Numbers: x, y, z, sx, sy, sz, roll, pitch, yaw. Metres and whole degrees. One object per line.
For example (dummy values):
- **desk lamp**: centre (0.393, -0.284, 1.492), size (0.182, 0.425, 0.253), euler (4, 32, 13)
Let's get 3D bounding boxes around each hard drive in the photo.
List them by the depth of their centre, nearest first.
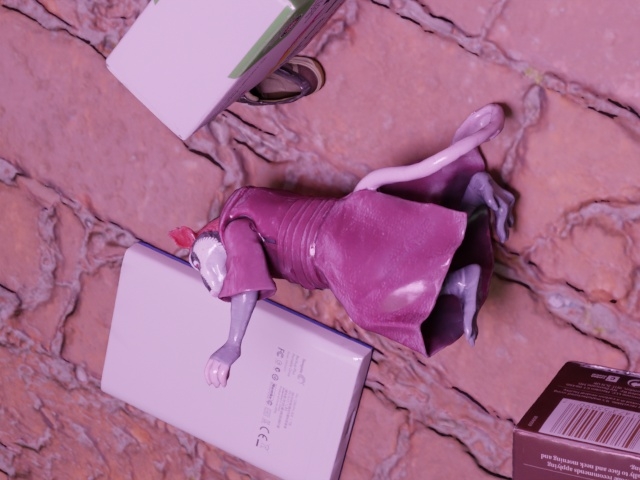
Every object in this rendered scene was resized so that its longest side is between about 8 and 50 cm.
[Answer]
- **hard drive**: centre (-0.106, 0.154, 2.148), size (0.319, 0.040, 0.210), euler (24, 121, 17)

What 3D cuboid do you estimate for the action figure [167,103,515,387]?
- **action figure**: centre (0.000, 0.000, 1.894), size (0.370, 0.248, 0.275), euler (8, 115, 23)

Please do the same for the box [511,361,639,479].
- **box**: centre (0.305, 0.262, 1.895), size (0.168, 0.167, 0.203), euler (10, 117, 24)

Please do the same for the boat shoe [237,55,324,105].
- **boat shoe**: centre (-0.072, -0.175, 1.972), size (0.152, 0.049, 0.056), euler (-2, 111, 30)

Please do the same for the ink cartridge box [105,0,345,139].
- **ink cartridge box**: centre (-0.060, -0.247, 1.795), size (0.117, 0.278, 0.201), euler (44, 125, 1)
